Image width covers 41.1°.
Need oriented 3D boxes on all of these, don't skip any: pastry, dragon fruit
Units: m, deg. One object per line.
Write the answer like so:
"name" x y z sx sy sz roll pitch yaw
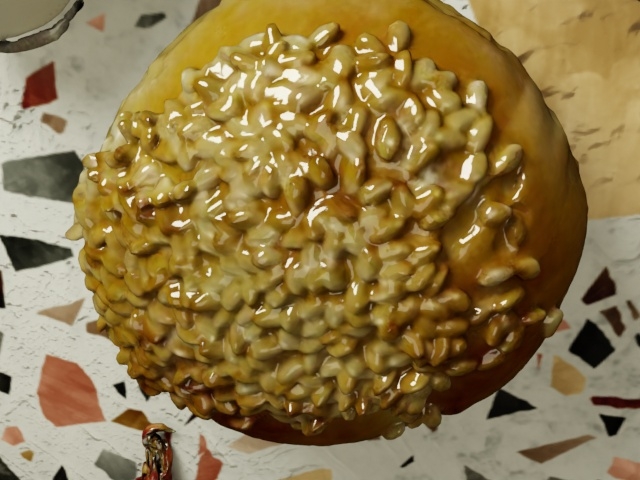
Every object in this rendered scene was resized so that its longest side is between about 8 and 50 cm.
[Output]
"pastry" 0.000 0.000 0.661 0.410 0.245 0.409 5 121 8
"dragon fruit" -0.191 0.295 0.961 0.094 0.094 0.190 19 110 -3

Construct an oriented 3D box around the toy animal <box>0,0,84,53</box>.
"toy animal" -0.189 -0.262 0.564 0.325 0.208 0.154 -34 80 14
